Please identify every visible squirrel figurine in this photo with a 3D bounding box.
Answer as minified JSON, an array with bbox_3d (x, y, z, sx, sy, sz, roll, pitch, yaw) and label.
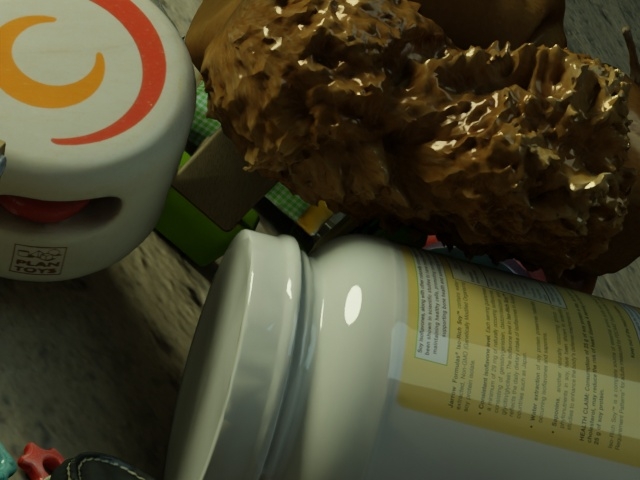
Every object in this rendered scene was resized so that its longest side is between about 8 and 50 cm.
[{"bbox_3d":[0.109,-0.087,1.214,0.370,0.281,0.397,41,26,-14],"label":"squirrel figurine"}]

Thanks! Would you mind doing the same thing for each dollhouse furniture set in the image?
[{"bbox_3d":[-0.012,-0.086,1.446,0.197,0.151,0.301,41,28,-12],"label":"dollhouse furniture set"}]

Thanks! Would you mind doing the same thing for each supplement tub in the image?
[{"bbox_3d":[0.081,0.132,1.119,0.331,0.241,0.241,16,35,-11],"label":"supplement tub"}]

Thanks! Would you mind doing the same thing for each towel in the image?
[{"bbox_3d":[0.000,0.000,1.531,0.060,0.009,0.083,47,25,-7],"label":"towel"}]

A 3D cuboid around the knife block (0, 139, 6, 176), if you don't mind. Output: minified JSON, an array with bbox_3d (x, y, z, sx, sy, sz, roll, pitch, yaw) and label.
[{"bbox_3d":[-0.305,-0.028,0.899,0.242,0.088,0.275,17,27,5],"label":"knife block"}]

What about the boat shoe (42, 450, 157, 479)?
[{"bbox_3d":[-0.035,0.185,0.870,0.127,0.113,0.340,12,19,-39],"label":"boat shoe"}]

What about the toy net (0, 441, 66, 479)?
[{"bbox_3d":[-0.201,0.113,1.013,0.232,0.045,0.122,51,26,3],"label":"toy net"}]

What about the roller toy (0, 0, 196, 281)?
[{"bbox_3d":[-0.188,-0.075,1.127,0.191,0.146,0.209,40,54,11],"label":"roller toy"}]

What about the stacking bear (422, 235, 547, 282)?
[{"bbox_3d":[0.091,0.105,1.377,0.175,0.164,0.289,46,30,-8],"label":"stacking bear"}]

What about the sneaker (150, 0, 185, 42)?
[{"bbox_3d":[-0.221,-0.233,1.380,0.281,0.105,0.115,54,34,-2],"label":"sneaker"}]
